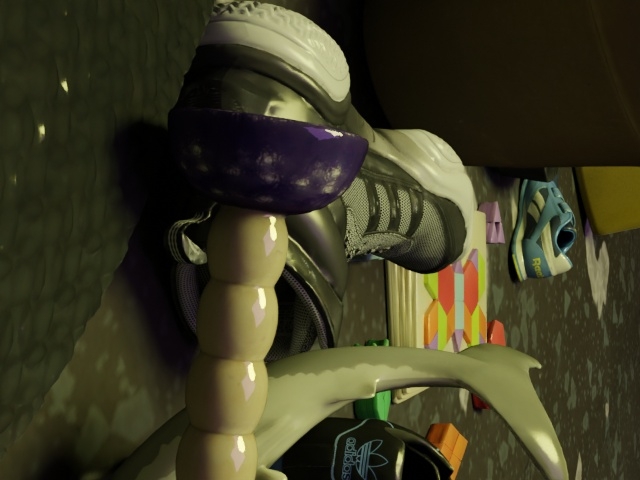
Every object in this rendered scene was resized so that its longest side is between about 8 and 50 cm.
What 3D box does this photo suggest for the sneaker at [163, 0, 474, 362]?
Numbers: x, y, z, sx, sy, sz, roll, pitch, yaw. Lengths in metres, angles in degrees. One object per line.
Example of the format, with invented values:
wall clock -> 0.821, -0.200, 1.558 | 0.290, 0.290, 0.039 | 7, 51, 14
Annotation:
sneaker -> 0.000, 0.000, 0.607 | 0.268, 0.101, 0.153 | 37, 56, -51

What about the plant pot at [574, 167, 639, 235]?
plant pot -> 0.407, -0.161, 1.367 | 0.187, 0.212, 0.212 | 54, 40, -29

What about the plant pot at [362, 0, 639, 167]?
plant pot -> 0.160, -0.152, 0.774 | 0.263, 0.229, 0.263 | 28, 56, -53

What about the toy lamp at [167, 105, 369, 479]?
toy lamp -> -0.040, 0.095, 0.393 | 0.080, 0.080, 0.275 | 10, 90, -64

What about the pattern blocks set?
pattern blocks set -> 0.097, 0.044, 0.886 | 0.325, 0.026, 0.286 | -26, 111, -62

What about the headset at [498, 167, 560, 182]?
headset -> 0.233, -0.238, 1.006 | 0.243, 0.185, 0.394 | -56, 149, -51

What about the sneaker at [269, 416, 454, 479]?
sneaker -> 0.046, 0.165, 0.695 | 0.232, 0.090, 0.081 | 41, 52, -57

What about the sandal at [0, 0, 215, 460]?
sandal -> -0.123, -0.066, 0.368 | 0.446, 0.107, 0.168 | -75, 155, -58

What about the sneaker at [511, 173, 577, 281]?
sneaker -> 0.231, -0.021, 1.132 | 0.053, 0.059, 0.144 | 53, 41, -47

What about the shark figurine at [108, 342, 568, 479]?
shark figurine -> -0.037, 0.099, 0.486 | 0.166, 0.278, 0.116 | 51, -6, -10
